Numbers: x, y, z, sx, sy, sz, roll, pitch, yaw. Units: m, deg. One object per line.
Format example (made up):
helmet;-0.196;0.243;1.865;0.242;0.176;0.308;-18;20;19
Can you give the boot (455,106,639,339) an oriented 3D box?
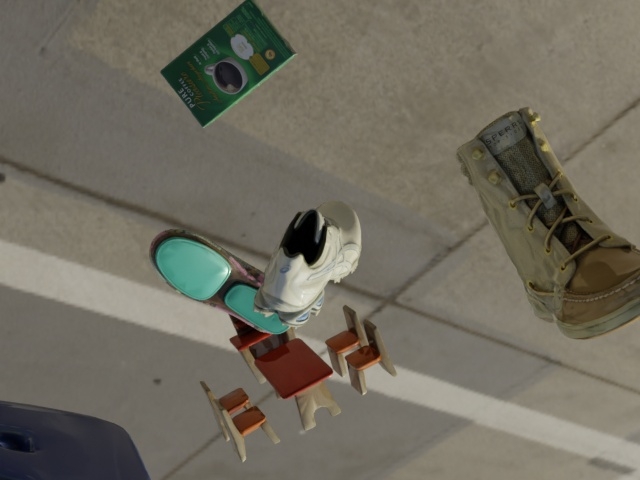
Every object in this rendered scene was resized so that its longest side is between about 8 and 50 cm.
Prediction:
boot;0.213;-0.024;0.852;0.095;0.203;0.262;-28;-177;-2

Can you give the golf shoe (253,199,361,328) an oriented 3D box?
golf shoe;0.000;0.000;0.849;0.069;0.176;0.086;19;128;9

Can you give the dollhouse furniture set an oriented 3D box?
dollhouse furniture set;-0.060;0.175;1.420;0.262;0.259;0.135;-27;111;-14

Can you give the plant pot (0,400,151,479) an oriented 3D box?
plant pot;-0.183;0.182;0.305;0.212;0.236;0.236;29;98;-30

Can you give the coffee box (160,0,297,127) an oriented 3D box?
coffee box;-0.142;-0.271;1.433;0.184;0.040;0.113;-38;97;13

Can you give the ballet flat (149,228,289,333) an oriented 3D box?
ballet flat;-0.120;0.041;1.128;0.221;0.079;0.077;33;108;-33
